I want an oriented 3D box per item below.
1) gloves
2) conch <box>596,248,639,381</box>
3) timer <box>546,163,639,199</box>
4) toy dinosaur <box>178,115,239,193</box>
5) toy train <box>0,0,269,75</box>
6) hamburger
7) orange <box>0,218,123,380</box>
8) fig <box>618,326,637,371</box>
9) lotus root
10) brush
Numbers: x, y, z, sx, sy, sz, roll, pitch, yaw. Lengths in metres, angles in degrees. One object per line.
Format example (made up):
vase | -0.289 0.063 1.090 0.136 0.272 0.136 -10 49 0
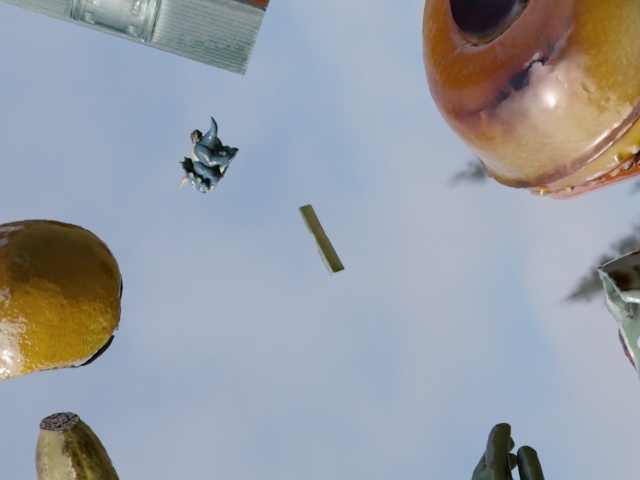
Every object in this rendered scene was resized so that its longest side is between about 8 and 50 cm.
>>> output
gloves | 0.257 0.381 2.534 0.107 0.135 0.268 33 -135 -39
conch | 0.387 0.125 1.691 0.249 0.197 0.368 51 169 29
timer | 0.299 -0.137 1.727 0.250 0.257 0.161 33 -136 -55
toy dinosaur | -0.110 -0.079 1.730 0.047 0.083 0.030 33 -139 1
toy train | -0.229 -0.213 1.201 0.409 0.086 0.089 16 -125 -6
hamburger | 0.162 -0.138 1.147 0.147 0.237 0.237 16 -137 -31
orange | -0.251 0.044 1.534 0.160 0.112 0.170 29 -123 9
fig | 0.412 0.098 2.016 0.103 0.154 0.109 43 162 52
lotus root | -0.260 0.321 2.048 0.097 0.110 0.258 -15 -86 -55
brush | 0.000 0.000 1.799 0.084 0.016 0.013 63 152 24
